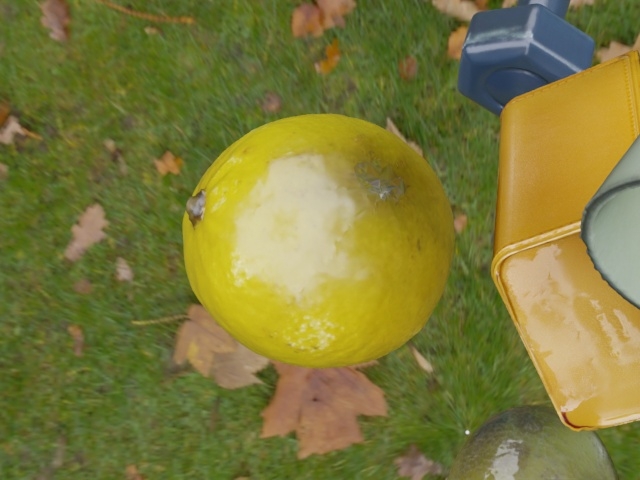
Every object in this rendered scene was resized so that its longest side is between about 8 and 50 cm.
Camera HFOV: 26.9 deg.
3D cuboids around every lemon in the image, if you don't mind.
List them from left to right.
[{"bbox_3d":[0.000,0.001,1.466,0.297,0.297,0.297,-1,82,6],"label":"lemon"}]

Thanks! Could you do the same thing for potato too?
[{"bbox_3d":[0.195,0.282,1.323,0.174,0.159,0.251,31,54,12],"label":"potato"}]

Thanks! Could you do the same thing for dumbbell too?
[{"bbox_3d":[0.260,-0.291,1.517,0.156,0.143,0.316,-1,56,35],"label":"dumbbell"}]

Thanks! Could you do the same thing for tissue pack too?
[{"bbox_3d":[0.240,-0.001,1.120,0.145,0.274,0.194,-20,115,21],"label":"tissue pack"}]

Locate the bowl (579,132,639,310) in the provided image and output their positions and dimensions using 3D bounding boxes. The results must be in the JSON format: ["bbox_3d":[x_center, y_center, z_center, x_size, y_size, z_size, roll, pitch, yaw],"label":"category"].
[{"bbox_3d":[0.269,-0.019,0.789,0.211,0.211,0.112,21,66,9],"label":"bowl"}]
